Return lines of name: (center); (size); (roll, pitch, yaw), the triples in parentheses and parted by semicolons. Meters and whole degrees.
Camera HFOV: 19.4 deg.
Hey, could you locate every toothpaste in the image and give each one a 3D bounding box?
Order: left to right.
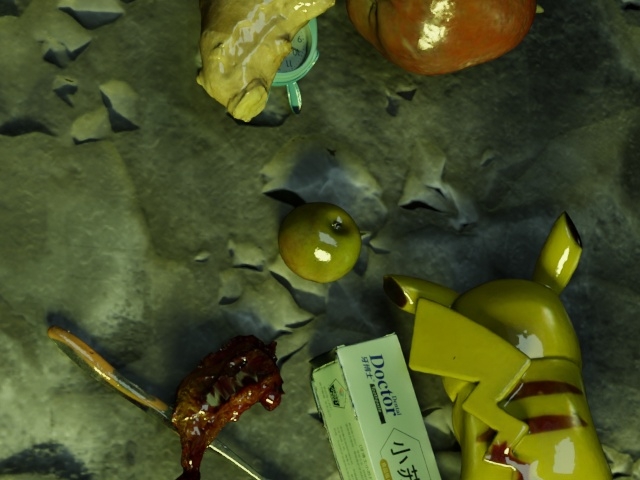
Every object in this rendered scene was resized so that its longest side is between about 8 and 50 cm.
toothpaste: (0.075, 0.257, 1.937); (0.089, 0.071, 0.313); (-12, 80, -32)

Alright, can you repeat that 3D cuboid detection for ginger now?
ginger: (-0.026, -0.316, 1.968); (0.348, 0.122, 0.363); (-33, 50, -7)

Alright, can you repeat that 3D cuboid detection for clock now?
clock: (-0.055, -0.209, 2.021); (0.108, 0.045, 0.147); (-3, 77, -25)

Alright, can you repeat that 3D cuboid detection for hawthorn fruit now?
hawthorn fruit: (0.157, -0.273, 2.065); (0.251, 0.199, 0.199); (3, 74, -35)

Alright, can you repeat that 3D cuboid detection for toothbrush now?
toothbrush: (-0.143, 0.183, 1.872); (0.321, 0.031, 0.023); (40, 34, -11)

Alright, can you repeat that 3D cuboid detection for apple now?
apple: (0.000, 0.000, 1.971); (0.089, 0.074, 0.089); (21, 46, -23)

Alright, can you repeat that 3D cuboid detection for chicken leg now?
chicken leg: (-0.101, 0.163, 1.862); (0.089, 0.048, 0.219); (43, 44, 2)

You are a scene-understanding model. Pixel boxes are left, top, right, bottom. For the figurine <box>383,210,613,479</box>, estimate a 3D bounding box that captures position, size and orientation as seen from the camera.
figurine: (0.193, 0.154, 1.958); (0.218, 0.169, 0.327); (-8, 62, -4)
